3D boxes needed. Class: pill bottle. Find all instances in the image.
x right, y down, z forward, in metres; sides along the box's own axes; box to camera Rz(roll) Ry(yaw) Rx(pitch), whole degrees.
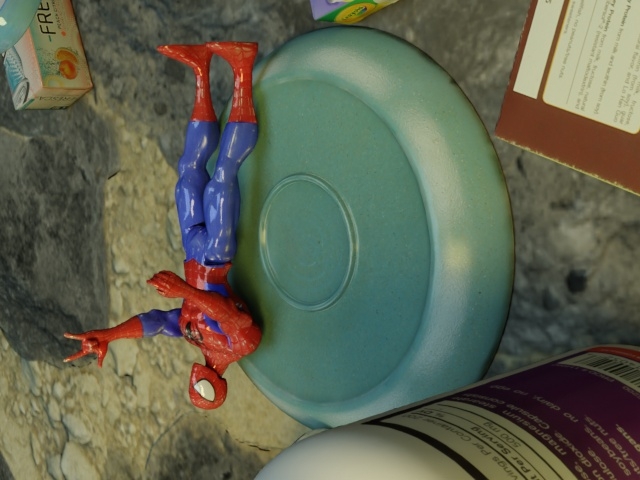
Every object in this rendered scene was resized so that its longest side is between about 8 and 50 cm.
[{"bbox_3d":[0.082,0.162,0.484,0.182,0.323,0.181,8,102,45],"label":"pill bottle"}]

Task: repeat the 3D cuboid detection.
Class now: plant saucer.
[{"bbox_3d":[0.000,0.000,0.745,0.318,0.044,0.317,7,100,45],"label":"plant saucer"}]

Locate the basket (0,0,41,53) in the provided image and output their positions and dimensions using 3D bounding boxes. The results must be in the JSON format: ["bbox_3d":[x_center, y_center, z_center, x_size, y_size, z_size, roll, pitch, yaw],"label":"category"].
[{"bbox_3d":[-0.261,-0.282,0.828,0.255,0.201,0.288,12,71,44],"label":"basket"}]

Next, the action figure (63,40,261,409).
[{"bbox_3d":[-0.112,-0.003,0.736,0.091,0.139,0.280,8,104,46],"label":"action figure"}]

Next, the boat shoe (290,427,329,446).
[{"bbox_3d":[0.039,0.241,0.722,0.219,0.078,0.070,58,146,21],"label":"boat shoe"}]

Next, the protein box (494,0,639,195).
[{"bbox_3d":[0.221,-0.076,0.396,0.201,0.200,0.135,30,116,39],"label":"protein box"}]

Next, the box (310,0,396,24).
[{"bbox_3d":[0.059,-0.221,0.654,0.179,0.043,0.105,-17,83,43],"label":"box"}]

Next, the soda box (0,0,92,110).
[{"bbox_3d":[-0.286,-0.224,0.990,0.063,0.058,0.183,-25,78,44],"label":"soda box"}]
